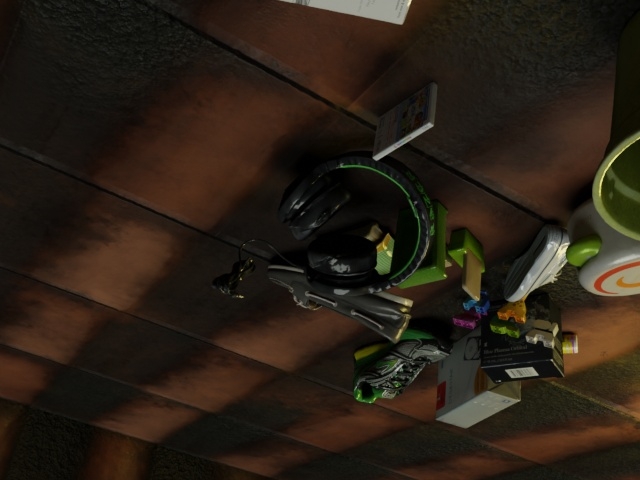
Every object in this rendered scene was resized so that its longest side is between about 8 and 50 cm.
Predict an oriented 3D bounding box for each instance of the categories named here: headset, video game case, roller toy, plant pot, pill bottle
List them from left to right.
[{"bbox_3d":[0.000,0.000,1.325,0.394,0.185,0.243,-20,100,30],"label":"headset"},{"bbox_3d":[0.129,-0.182,1.175,0.011,0.087,0.122,31,141,-28],"label":"video game case"},{"bbox_3d":[0.552,0.240,1.773,0.083,0.043,0.043,-5,145,19],"label":"pill bottle"},{"bbox_3d":[0.526,-0.002,1.305,0.191,0.146,0.209,-19,150,27],"label":"roller toy"},{"bbox_3d":[0.479,-0.169,0.963,0.276,0.254,0.276,6,147,4],"label":"plant pot"}]

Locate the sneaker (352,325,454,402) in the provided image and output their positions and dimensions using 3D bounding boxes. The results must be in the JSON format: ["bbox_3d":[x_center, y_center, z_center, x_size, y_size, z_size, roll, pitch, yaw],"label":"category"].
[{"bbox_3d":[0.202,0.313,1.875,0.134,0.146,0.343,24,144,-22],"label":"sneaker"}]

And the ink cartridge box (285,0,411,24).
[{"bbox_3d":[0.006,-0.350,0.878,0.218,0.158,0.092,11,148,-4],"label":"ink cartridge box"}]

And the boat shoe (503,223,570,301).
[{"bbox_3d":[0.428,0.057,1.481,0.076,0.083,0.226,13,146,-5],"label":"boat shoe"}]

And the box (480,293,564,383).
[{"bbox_3d":[0.433,0.214,1.653,0.156,0.158,0.093,-13,142,29],"label":"box"}]

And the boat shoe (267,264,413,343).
[{"bbox_3d":[0.025,0.126,1.588,0.335,0.095,0.112,13,172,24],"label":"boat shoe"}]

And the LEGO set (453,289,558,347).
[{"bbox_3d":[0.393,0.139,1.605,0.227,0.093,0.087,12,138,39],"label":"LEGO set"}]

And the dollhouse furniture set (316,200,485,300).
[{"bbox_3d":[0.145,0.067,1.500,0.301,0.151,0.197,-16,140,33],"label":"dollhouse furniture set"}]

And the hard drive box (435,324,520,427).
[{"bbox_3d":[0.371,0.321,1.815,0.089,0.181,0.232,18,146,-14],"label":"hard drive box"}]
